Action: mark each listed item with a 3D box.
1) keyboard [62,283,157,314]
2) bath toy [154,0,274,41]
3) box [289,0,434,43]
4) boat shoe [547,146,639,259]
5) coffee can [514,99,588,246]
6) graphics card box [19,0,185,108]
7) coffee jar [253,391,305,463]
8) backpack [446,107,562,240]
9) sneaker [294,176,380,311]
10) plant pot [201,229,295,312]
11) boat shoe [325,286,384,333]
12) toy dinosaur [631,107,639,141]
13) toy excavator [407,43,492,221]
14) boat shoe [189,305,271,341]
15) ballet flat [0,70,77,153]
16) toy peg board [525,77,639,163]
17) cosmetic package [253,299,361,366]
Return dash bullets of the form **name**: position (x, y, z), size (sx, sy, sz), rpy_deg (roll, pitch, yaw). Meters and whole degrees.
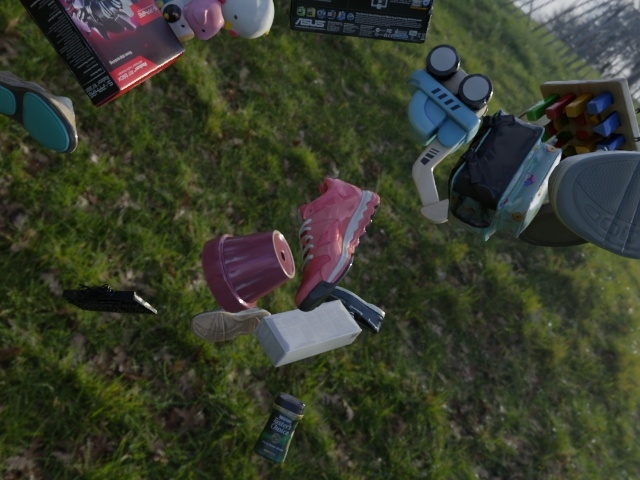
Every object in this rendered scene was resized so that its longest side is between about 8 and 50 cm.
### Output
- **keyboard**: position (-0.389, 0.115, 1.002), size (0.100, 0.192, 0.038), rpy_deg (54, 43, -44)
- **bath toy**: position (-0.256, -0.507, 1.240), size (0.348, 0.151, 0.129), rpy_deg (23, 11, 37)
- **box**: position (0.060, -0.357, 0.728), size (0.190, 0.184, 0.045), rpy_deg (3, 37, -5)
- **boat shoe**: position (0.393, -0.046, 0.687), size (0.320, 0.118, 0.103), rpy_deg (3, 15, -22)
- **coffee can**: position (0.534, -0.149, 1.268), size (0.201, 0.201, 0.275), rpy_deg (28, 58, -44)
- **graphics card box**: position (-0.443, -0.469, 1.070), size (0.371, 0.094, 0.233), rpy_deg (58, 38, -21)
- **coffee jar**: position (-0.115, 0.536, 1.631), size (0.096, 0.184, 0.079), rpy_deg (22, -7, 8)
- **backpack**: position (0.275, -0.086, 0.880), size (0.144, 0.166, 0.188), rpy_deg (29, -15, 9)
- **sneaker**: position (0.000, 0.000, 1.090), size (0.136, 0.116, 0.314), rpy_deg (30, 52, -3)
- **plant pot**: position (-0.171, 0.063, 1.430), size (0.201, 0.180, 0.201), rpy_deg (-21, 90, -77)
- **boat shoe**: position (0.090, 0.221, 1.811), size (0.254, 0.095, 0.079), rpy_deg (31, 62, -23)
- **toy dinosaur**: position (0.453, -0.149, 0.765), size (0.090, 0.047, 0.082), rpy_deg (77, 12, -57)
- **toy excavator**: position (0.391, -0.339, 1.880), size (0.433, 0.445, 0.222), rpy_deg (45, 4, 11)
- **boat shoe**: position (-0.302, 0.263, 1.863), size (0.285, 0.103, 0.092), rpy_deg (-3, 18, -34)
- **ballet flat**: position (-0.586, -0.281, 1.177), size (0.316, 0.108, 0.106), rpy_deg (32, 32, 17)
- **toy peg board**: position (0.436, -0.179, 0.953), size (0.161, 0.079, 0.160), rpy_deg (61, -16, -24)
- **cosmetic package**: position (-0.025, 0.205, 1.275), size (0.239, 0.060, 0.099), rpy_deg (-6, 51, -44)
